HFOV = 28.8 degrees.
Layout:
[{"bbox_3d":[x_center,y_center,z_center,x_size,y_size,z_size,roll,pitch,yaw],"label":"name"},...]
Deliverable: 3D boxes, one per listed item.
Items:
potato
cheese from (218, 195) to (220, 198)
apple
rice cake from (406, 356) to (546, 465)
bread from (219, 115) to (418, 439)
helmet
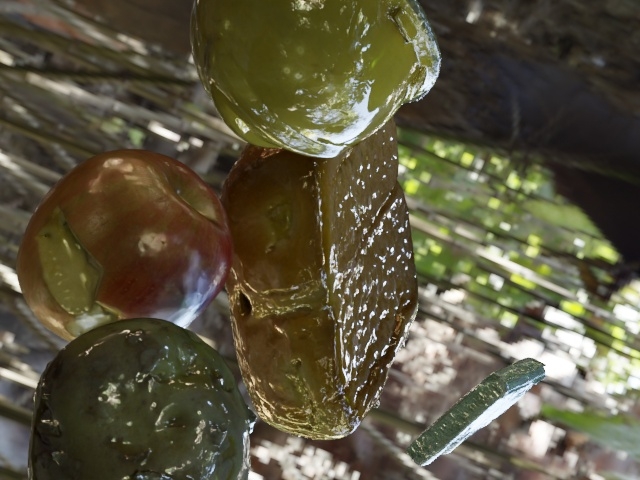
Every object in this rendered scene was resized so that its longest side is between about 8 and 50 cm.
[{"bbox_3d":[-0.133,0.186,0.894,0.165,0.164,0.263,168,-74,-78],"label":"potato"},{"bbox_3d":[-0.084,0.013,1.659,0.036,0.162,0.086,-38,167,-20],"label":"cheese"},{"bbox_3d":[-0.175,0.013,1.100,0.199,0.199,0.199,-157,-90,-80],"label":"apple"},{"bbox_3d":[0.199,0.222,1.618,0.085,0.040,0.226,-16,156,-41],"label":"rice cake"},{"bbox_3d":[-0.008,0.000,1.305,0.337,0.148,0.328,-60,143,-59],"label":"bread"},{"bbox_3d":[-0.030,-0.149,0.990,0.205,0.257,0.140,13,-117,39],"label":"helmet"}]
